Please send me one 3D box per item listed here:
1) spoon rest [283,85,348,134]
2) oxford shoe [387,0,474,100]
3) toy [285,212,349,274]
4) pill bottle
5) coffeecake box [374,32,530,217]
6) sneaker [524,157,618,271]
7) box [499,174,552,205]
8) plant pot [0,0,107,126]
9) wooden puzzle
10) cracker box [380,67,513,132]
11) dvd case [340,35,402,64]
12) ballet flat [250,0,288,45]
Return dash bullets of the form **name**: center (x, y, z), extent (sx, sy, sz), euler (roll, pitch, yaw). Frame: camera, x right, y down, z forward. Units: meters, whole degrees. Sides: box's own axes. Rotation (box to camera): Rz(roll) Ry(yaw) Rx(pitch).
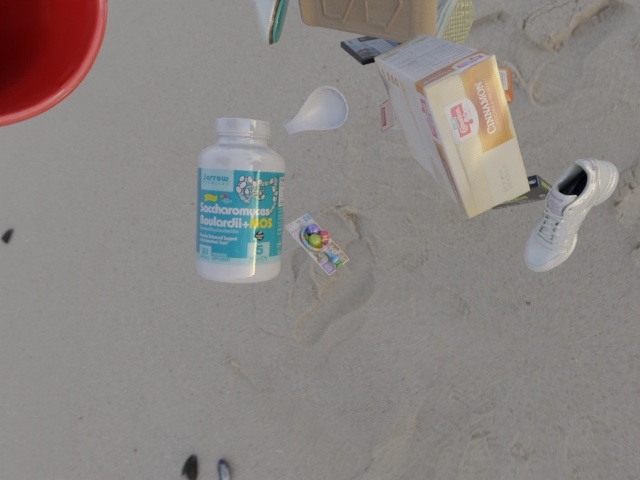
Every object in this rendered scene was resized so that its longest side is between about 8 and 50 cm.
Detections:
- **spoon rest**: center (-0.024, -0.405, 1.533), extent (0.277, 0.137, 0.084), euler (-14, 26, 44)
- **oxford shoe**: center (0.308, -0.533, 1.406), extent (0.130, 0.169, 0.448), euler (20, 79, 45)
- **toy**: center (0.000, 0.000, 1.697), extent (0.237, 0.137, 0.056), euler (50, 133, 5)
- **pill bottle**: center (-0.135, -0.068, 0.797), extent (0.146, 0.146, 0.263), euler (6, 99, 25)
- **coffeecake box**: center (0.133, -0.131, 0.506), extent (0.068, 0.142, 0.185), euler (-26, 30, 6)
- **sneaker**: center (0.564, -0.063, 1.125), extent (0.114, 0.152, 0.304), euler (48, 123, 46)
- **box**: center (0.595, -0.144, 1.448), extent (0.191, 0.184, 0.045), euler (-12, 80, 36)
- **plant pot**: center (-0.385, -0.233, 0.430), extent (0.243, 0.275, 0.274), euler (8, 80, 38)
- **wooden puzzle**: center (0.096, -0.613, 1.020), extent (0.348, 0.322, 0.080), euler (21, 55, 27)
- **cracker box**: center (0.233, -0.267, 0.916), extent (0.156, 0.232, 0.067), euler (-6, 91, -16)
- **dvd case**: center (0.216, -0.644, 1.556), extent (0.253, 0.022, 0.180), euler (-17, 45, -13)
- **ballet flat**: center (-0.116, -0.699, 1.209), extent (0.139, 0.139, 0.399), euler (17, 87, 27)
